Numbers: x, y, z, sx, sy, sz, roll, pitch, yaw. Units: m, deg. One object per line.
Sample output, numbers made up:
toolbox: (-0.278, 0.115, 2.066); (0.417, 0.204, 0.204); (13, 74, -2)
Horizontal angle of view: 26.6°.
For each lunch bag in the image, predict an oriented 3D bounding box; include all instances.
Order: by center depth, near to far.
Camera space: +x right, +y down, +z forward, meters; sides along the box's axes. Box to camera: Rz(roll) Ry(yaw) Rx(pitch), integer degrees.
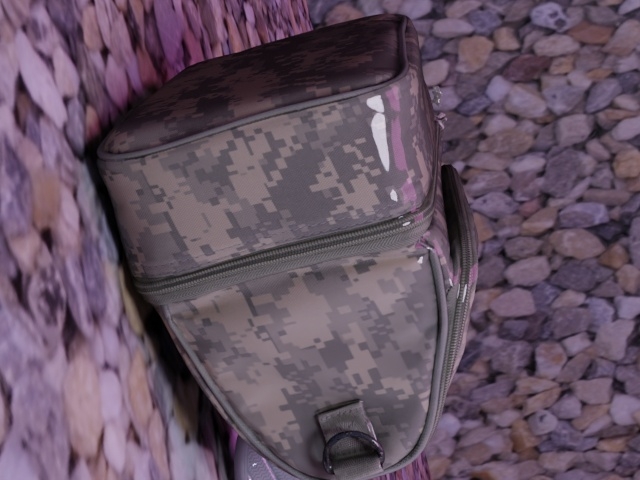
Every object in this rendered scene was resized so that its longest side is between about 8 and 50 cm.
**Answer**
lunch bag: (0.000, 0.000, 0.934); (0.305, 0.213, 0.256); (-80, 156, -73)

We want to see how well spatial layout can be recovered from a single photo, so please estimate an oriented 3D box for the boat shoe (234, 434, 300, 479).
boat shoe: (-0.017, 0.214, 1.003); (0.076, 0.083, 0.226); (28, -42, 63)
